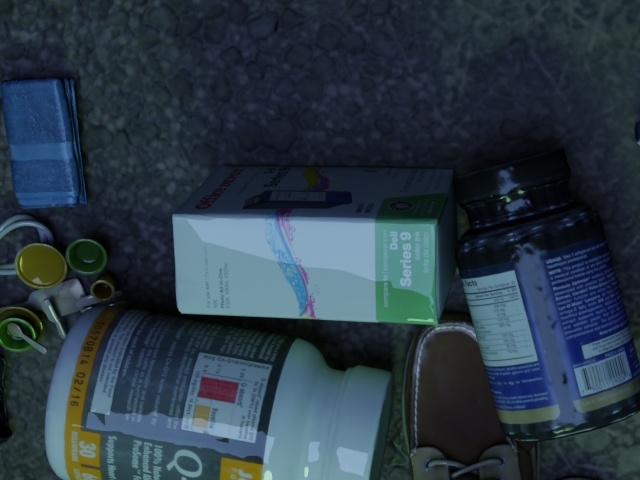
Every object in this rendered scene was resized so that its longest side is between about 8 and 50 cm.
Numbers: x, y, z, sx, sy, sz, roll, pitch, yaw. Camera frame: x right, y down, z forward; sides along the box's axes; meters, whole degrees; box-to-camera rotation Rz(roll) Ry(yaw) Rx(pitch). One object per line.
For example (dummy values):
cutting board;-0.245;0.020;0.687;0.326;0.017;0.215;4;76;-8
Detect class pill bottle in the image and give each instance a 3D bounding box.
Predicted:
pill bottle;-0.084;0.155;1.143;0.278;0.162;0.162;9;109;9
pill bottle;0.179;0.042;1.062;0.123;0.123;0.219;-14;91;16

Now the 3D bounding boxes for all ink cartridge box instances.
ink cartridge box;0.000;0.000;1.078;0.212;0.154;0.093;0;108;12

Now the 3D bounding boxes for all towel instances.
towel;-0.246;-0.087;1.168;0.067;0.029;0.119;0;108;12

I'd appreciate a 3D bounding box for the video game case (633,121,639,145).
video game case;0.426;-0.063;1.019;0.269;0.061;0.244;-35;97;20

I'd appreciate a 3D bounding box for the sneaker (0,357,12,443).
sneaker;-0.340;0.193;1.267;0.089;0.051;0.170;3;105;16

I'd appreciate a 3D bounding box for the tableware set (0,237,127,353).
tableware set;-0.257;0.054;1.200;0.154;0.024;0.104;-15;116;9

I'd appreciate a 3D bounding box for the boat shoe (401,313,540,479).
boat shoe;0.133;0.222;1.111;0.123;0.116;0.324;-10;86;7

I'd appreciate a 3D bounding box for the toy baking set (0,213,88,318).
toy baking set;-0.353;0.020;1.224;0.256;0.030;0.197;41;111;-3

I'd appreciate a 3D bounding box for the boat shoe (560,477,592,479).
boat shoe;0.247;0.366;1.165;0.109;0.091;0.305;-7;98;23
